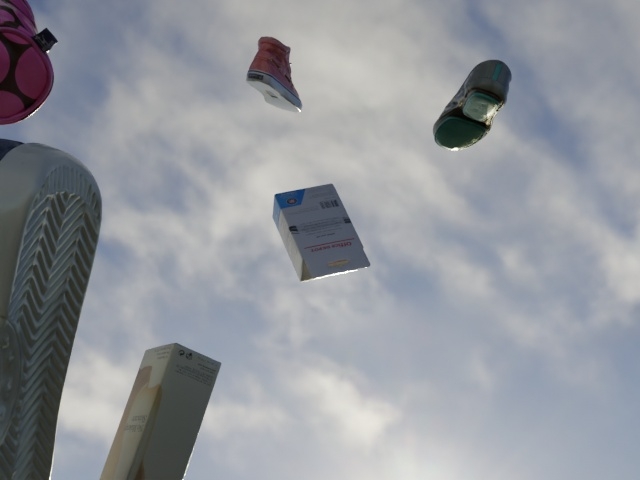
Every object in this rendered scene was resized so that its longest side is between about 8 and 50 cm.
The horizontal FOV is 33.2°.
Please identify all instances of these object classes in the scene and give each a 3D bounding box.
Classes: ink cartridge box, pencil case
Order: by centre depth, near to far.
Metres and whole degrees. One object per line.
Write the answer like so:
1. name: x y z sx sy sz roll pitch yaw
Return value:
1. ink cartridge box: 0.000 0.000 0.794 0.048 0.083 0.028 -11 -38 -17
2. pencil case: -0.297 -0.183 0.990 0.095 0.209 0.098 -31 -60 -7

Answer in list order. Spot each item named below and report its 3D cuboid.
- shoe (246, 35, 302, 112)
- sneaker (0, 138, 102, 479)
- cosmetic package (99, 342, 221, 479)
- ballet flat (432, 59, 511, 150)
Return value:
1. shoe: -0.066 -0.274 1.781 0.063 0.081 0.178 13 -7 21
2. sneaker: -0.257 0.100 0.697 0.148 0.350 0.131 13 -7 20
3. cosmetic package: -0.116 0.135 0.763 0.041 0.115 0.060 27 -24 -24
4. ballet flat: 0.215 -0.188 1.496 0.072 0.068 0.213 22 -18 -5
